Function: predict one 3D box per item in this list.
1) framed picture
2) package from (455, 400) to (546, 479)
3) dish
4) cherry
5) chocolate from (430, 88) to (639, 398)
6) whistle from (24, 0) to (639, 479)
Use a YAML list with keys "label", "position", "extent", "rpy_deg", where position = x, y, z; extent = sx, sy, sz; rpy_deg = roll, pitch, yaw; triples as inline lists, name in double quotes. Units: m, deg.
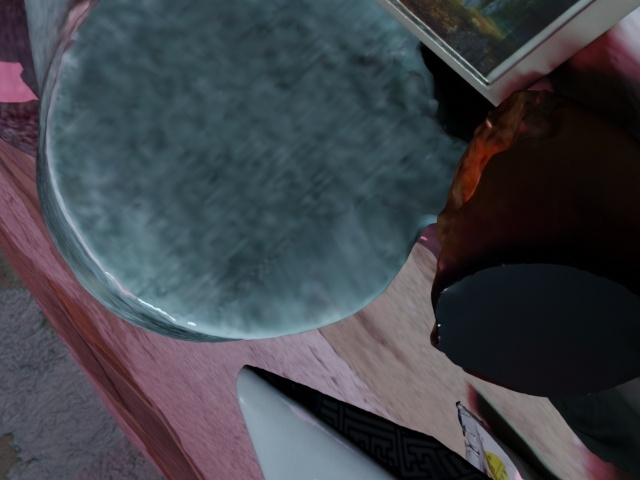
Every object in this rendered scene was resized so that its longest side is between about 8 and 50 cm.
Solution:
- label: "framed picture"
  position: [0.041, -0.139, 0.794]
  extent: [0.184, 0.016, 0.250]
  rpy_deg: [41, 167, -4]
- label: "package"
  position: [0.154, 0.197, 1.380]
  extent: [0.173, 0.027, 0.171]
  rpy_deg: [49, 168, 25]
- label: "dish"
  position: [0.067, 0.164, 0.984]
  extent: [0.243, 0.080, 0.182]
  rpy_deg: [32, -177, 42]
- label: "cherry"
  position: [-0.173, -0.123, 1.382]
  extent: [0.176, 0.140, 0.176]
  rpy_deg: [36, 169, 8]
- label: "chocolate"
  position: [0.093, -0.006, 0.840]
  extent: [0.127, 0.124, 0.133]
  rpy_deg: [35, -138, -31]
- label: "whistle"
  position: [0.024, -0.021, 0.996]
  extent: [0.404, 0.188, 0.168]
  rpy_deg: [19, 173, -9]
